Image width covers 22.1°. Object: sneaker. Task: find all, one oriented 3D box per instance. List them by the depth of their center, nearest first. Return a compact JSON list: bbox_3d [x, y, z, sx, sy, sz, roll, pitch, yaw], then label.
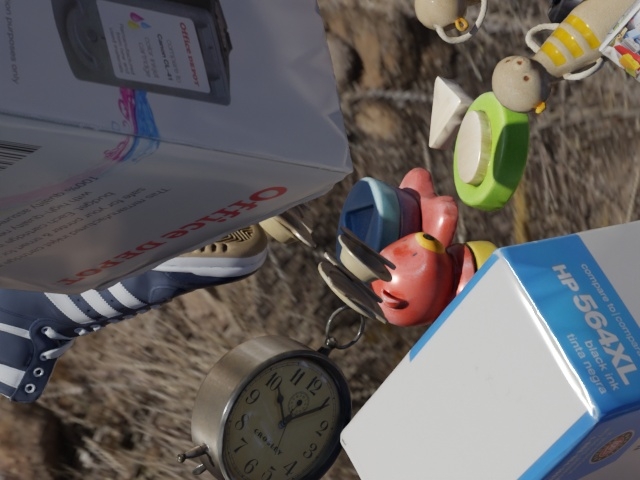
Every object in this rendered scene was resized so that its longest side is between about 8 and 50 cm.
[{"bbox_3d":[-0.180,0.048,1.322,0.282,0.099,0.153,1,116,6],"label":"sneaker"}]

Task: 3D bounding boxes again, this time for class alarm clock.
[{"bbox_3d":[-0.029,0.128,1.326,0.192,0.129,0.064,-48,37,-10],"label":"alarm clock"}]

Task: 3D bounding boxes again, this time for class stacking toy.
[{"bbox_3d":[0.104,-0.047,1.822,0.130,0.309,0.280,9,101,-20],"label":"stacking toy"}]

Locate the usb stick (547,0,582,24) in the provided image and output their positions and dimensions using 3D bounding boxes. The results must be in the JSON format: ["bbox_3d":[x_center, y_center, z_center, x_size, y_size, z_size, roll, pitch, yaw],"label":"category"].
[{"bbox_3d":[0.330,-0.169,1.423,0.278,0.077,0.045,22,73,4],"label":"usb stick"}]

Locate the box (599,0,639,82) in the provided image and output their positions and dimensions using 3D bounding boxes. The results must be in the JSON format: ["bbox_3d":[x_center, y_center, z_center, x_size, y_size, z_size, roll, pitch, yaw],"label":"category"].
[{"bbox_3d":[0.297,-0.105,1.059,0.207,0.114,0.036,37,42,-2],"label":"box"}]

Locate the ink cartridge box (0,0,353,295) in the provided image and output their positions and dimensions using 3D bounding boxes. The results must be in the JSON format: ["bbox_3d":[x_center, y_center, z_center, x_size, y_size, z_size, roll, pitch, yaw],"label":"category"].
[{"bbox_3d":[-0.171,-0.069,0.799,0.226,0.306,0.131,-21,73,36],"label":"ink cartridge box"}]

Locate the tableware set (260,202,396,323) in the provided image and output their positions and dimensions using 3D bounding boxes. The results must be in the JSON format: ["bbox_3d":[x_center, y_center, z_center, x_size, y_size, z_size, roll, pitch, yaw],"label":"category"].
[{"bbox_3d":[0.000,0.000,1.258,0.141,0.169,0.020,39,102,-8],"label":"tableware set"}]

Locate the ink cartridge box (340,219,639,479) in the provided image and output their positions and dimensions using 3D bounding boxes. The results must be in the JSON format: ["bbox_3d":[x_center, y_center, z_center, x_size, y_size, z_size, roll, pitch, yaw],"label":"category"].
[{"bbox_3d":[0.134,0.063,0.729,0.086,0.203,0.148,60,139,25],"label":"ink cartridge box"}]

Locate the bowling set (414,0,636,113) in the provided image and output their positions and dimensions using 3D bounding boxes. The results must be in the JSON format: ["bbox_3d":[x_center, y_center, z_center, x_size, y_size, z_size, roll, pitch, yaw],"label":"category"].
[{"bbox_3d":[0.117,-0.251,1.214,0.154,0.200,0.287,-35,45,-5],"label":"bowling set"}]
